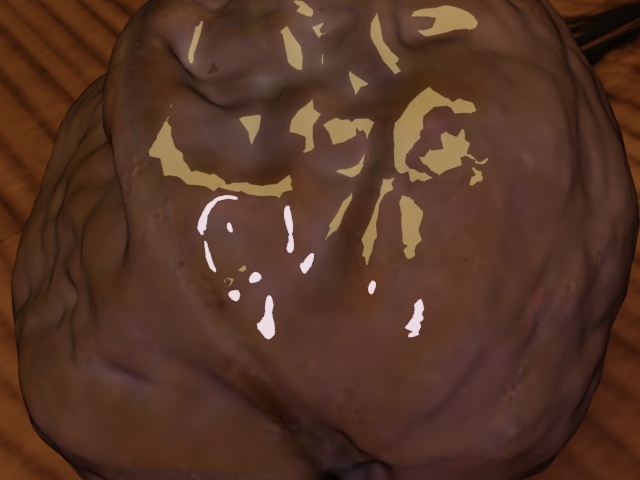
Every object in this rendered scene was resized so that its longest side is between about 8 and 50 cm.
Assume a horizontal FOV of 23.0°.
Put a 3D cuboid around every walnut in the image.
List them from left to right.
[{"bbox_3d":[0.001,-0.002,0.645,0.227,0.273,0.273,17,29,-19],"label":"walnut"}]
